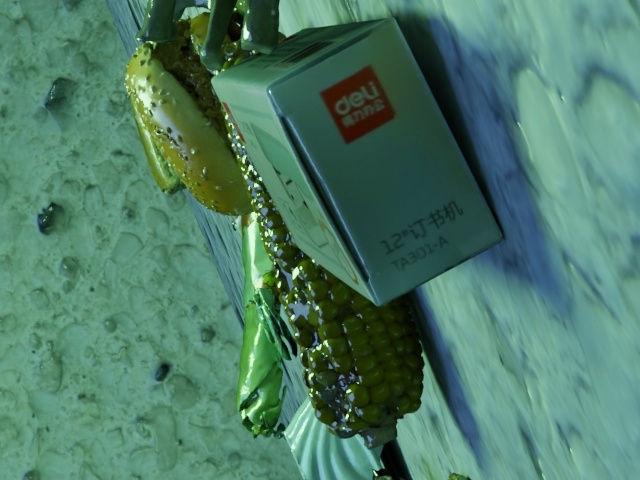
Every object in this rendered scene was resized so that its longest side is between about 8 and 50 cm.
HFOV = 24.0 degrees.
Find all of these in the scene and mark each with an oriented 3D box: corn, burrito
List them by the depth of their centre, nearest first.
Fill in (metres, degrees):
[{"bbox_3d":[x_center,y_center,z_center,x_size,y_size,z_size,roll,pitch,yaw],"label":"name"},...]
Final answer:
[{"bbox_3d":[0.000,0.000,1.106,0.097,0.097,0.319,-178,69,-82],"label":"corn"},{"bbox_3d":[-0.055,0.068,1.581,0.104,0.054,0.287,-179,91,-74],"label":"burrito"}]

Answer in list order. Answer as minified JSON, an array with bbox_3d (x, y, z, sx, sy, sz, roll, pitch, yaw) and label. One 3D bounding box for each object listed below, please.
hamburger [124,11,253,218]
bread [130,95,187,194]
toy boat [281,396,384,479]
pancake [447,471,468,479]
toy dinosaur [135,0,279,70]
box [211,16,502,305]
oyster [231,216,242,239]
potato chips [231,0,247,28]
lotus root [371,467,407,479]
[{"bbox_3d":[-0.095,-0.108,1.352,0.181,0.118,0.191,61,179,8],"label":"hamburger"},{"bbox_3d":[-0.216,-0.169,2.191,0.138,0.102,0.196,-171,61,-79],"label":"bread"},{"bbox_3d":[0.035,0.259,1.596,0.199,0.100,0.290,-125,13,-59],"label":"toy boat"},{"bbox_3d":[0.123,0.230,1.172,0.108,0.017,0.108,158,90,-80],"label":"pancake"},{"bbox_3d":[-0.062,-0.190,0.916,0.294,0.077,0.162,-170,92,-74],"label":"toy dinosaur"},{"bbox_3d":[0.011,-0.051,0.874,0.135,0.079,0.269,63,174,-11],"label":"box"},{"bbox_3d":[-0.065,-0.012,1.720,0.148,0.051,0.103,99,155,-46],"label":"oyster"},{"bbox_3d":[-0.090,-0.264,1.273,0.202,0.029,0.219,-130,17,-67],"label":"potato chips"},{"bbox_3d":[0.123,0.332,1.287,0.329,0.078,0.167,-116,31,-42],"label":"lotus root"}]
